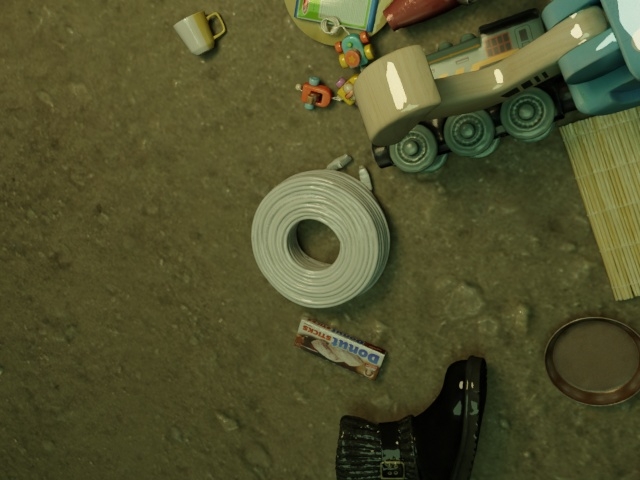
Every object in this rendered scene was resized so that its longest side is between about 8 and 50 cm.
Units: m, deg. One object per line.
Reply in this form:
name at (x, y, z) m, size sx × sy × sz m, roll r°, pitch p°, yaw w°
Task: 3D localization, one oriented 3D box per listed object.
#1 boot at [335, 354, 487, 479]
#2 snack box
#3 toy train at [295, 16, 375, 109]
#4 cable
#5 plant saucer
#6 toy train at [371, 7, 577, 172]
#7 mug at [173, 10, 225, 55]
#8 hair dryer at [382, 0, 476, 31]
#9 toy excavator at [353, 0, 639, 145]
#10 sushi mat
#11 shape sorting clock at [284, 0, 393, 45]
boot at (0.163, 0.352, 1.179) m, size 0.260 × 0.131 × 0.347 m, roll 12°, pitch 110°, yaw 15°
snack box at (0.037, 0.213, 1.239) m, size 0.178 × 0.022 × 0.064 m, roll 21°, pitch 111°, yaw 12°
toy train at (0.023, -0.282, 1.058) m, size 0.125 × 0.046 × 0.166 m, roll 21°, pitch 129°, yaw 3°
cable at (0.000, 0.000, 1.148) m, size 0.257 × 0.089 × 0.257 m, roll -22°, pitch 98°, yaw 23°
plant saucer at (0.474, 0.205, 1.082) m, size 0.169 × 0.029 × 0.168 m, roll 6°, pitch 109°, yaw 17°
toy train at (0.227, -0.223, 0.985) m, size 0.334 × 0.142 × 0.190 m, roll -15°, pitch 89°, yaw 24°
mug at (-0.216, -0.372, 1.126) m, size 0.078 × 0.062 × 0.064 m, roll -17°, pitch 108°, yaw 29°
hair dryer at (0.197, -0.377, 0.893) m, size 0.294 × 0.224 × 0.080 m, roll -10°, pitch 115°, yaw 55°
toy excavator at (0.323, -0.238, 0.784) m, size 0.445 × 0.433 × 0.222 m, roll -28°, pitch 76°, yaw 44°
sushi mat at (0.503, -0.058, 0.996) m, size 0.152 × 0.019 × 0.316 m, roll -19°, pitch 99°, yaw 22°
shape sorting clock at (0.034, -0.428, 1.031) m, size 0.206 × 0.040 × 0.206 m, roll 4°, pitch 109°, yaw 13°
